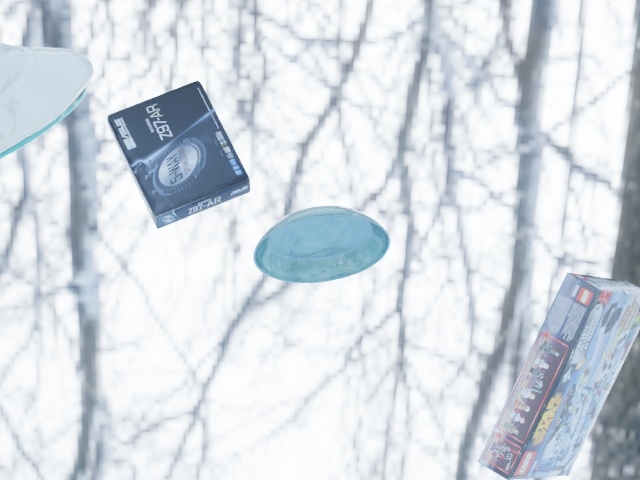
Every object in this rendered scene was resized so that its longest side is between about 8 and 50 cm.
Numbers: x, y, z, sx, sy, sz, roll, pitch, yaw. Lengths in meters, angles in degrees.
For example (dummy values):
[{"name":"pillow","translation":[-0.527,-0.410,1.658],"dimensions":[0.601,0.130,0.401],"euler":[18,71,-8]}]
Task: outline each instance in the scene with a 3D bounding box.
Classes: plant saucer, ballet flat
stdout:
[{"name":"plant saucer","translation":[0.000,0.000,1.618],"dimensions":[0.119,0.119,0.021],"euler":[-3,-119,-9]},{"name":"ballet flat","translation":[-0.382,-0.111,1.809],"dimensions":[0.139,0.139,0.400],"euler":[27,-127,34]}]

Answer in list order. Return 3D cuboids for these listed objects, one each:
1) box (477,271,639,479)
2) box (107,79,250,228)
[{"name":"box","translation":[0.160,0.089,1.214],"dimensions":[0.027,0.137,0.094],"euler":[30,-169,30]},{"name":"box","translation":[-0.092,-0.056,1.212],"dimensions":[0.067,0.018,0.083],"euler":[-22,-115,-11]}]
